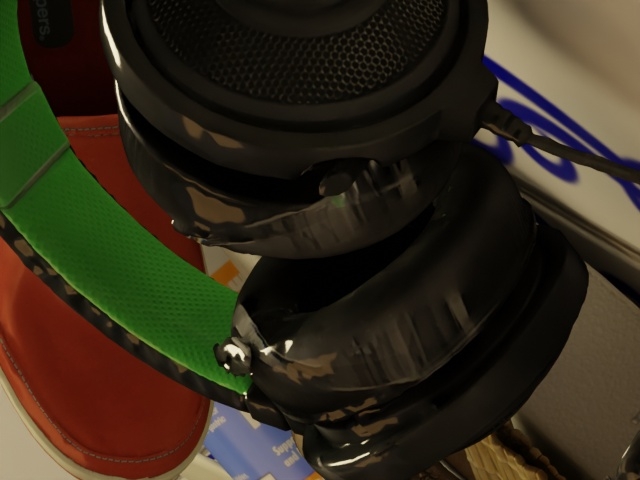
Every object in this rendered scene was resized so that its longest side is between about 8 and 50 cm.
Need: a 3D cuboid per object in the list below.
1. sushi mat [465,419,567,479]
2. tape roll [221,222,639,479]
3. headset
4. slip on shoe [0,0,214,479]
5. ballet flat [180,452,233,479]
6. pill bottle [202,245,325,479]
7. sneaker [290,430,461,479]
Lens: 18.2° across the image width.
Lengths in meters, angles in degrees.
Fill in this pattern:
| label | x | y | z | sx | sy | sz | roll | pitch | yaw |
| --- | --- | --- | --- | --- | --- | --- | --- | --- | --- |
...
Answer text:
| label | x | y | z | sx | sy | sz | roll | pitch | yaw |
| --- | --- | --- | --- | --- | --- | --- | --- | --- | --- |
| sushi mat | 0.134 | 0.158 | 0.921 | 0.151 | 0.019 | 0.316 | 40 | 170 | 22 |
| tape roll | 0.100 | 0.082 | 1.005 | 0.392 | 0.072 | 0.392 | 42 | 172 | 8 |
| headset | 0.000 | 0.000 | 0.696 | 0.394 | 0.185 | 0.243 | 8 | 137 | 37 |
| slip on shoe | -0.114 | -0.038 | 0.954 | 0.101 | 0.123 | 0.331 | -169 | 71 | -73 |
| ballet flat | -0.089 | 0.059 | 1.426 | 0.483 | 0.182 | 0.164 | 43 | 172 | 14 |
| pill bottle | -0.040 | 0.053 | 1.260 | 0.272 | 0.152 | 0.152 | 49 | 171 | -2 |
| sneaker | 0.045 | 0.133 | 1.105 | 0.188 | 0.066 | 0.071 | 54 | -177 | -32 |
